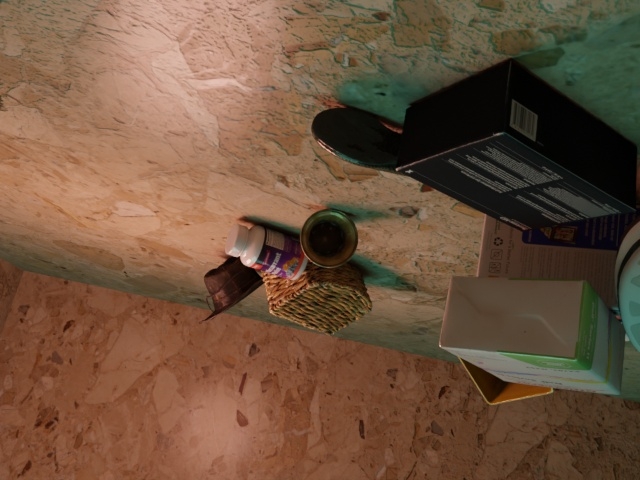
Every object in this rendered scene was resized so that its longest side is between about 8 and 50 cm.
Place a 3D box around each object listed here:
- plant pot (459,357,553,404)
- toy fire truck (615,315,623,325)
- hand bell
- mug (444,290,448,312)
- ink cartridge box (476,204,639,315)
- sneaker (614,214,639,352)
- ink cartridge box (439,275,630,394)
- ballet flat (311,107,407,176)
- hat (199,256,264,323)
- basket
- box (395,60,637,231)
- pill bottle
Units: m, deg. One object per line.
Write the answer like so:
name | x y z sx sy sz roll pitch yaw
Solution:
plant pot | 0.549 0.316 1.784 0.212 0.187 0.212 -28 97 42
toy fire truck | 0.540 0.098 1.238 0.135 0.047 0.192 2 122 15
hand bell | 0.000 0.000 1.432 0.126 0.126 0.242 15 175 -8
mug | 0.414 0.200 1.772 0.129 0.097 0.158 -2 159 41
ink cartridge box | 0.451 0.028 1.013 0.371 0.176 0.069 4 162 27
sneaker | 0.449 0.068 0.730 0.169 0.257 0.447 12 139 18
ink cartridge box | 0.365 0.167 1.006 0.207 0.119 0.353 -1 159 37
ballet flat | 0.101 -0.132 0.914 0.250 0.084 0.058 11 164 -17
hat | -0.282 0.129 1.922 0.134 0.331 0.331 53 158 -2
basket | -0.006 0.105 1.770 0.213 0.223 0.299 -35 140 23
box | 0.261 -0.108 0.822 0.261 0.103 0.184 21 159 -30
pill bottle | -0.136 0.024 1.559 0.193 0.108 0.108 19 163 -24
